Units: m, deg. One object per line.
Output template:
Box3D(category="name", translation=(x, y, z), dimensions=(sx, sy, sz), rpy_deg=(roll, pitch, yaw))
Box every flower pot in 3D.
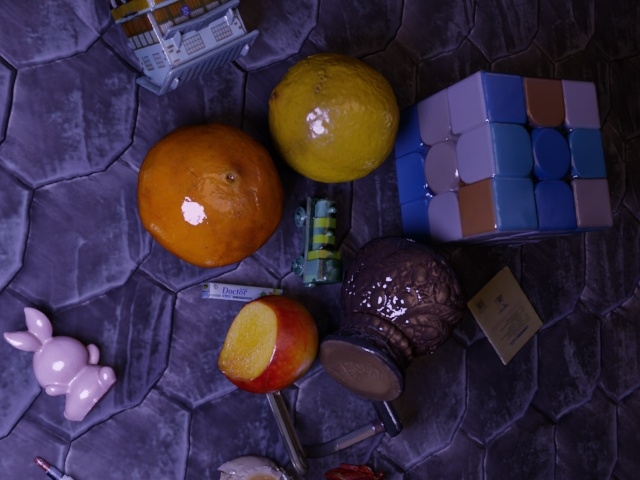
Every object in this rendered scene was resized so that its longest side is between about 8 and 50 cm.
Box3D(category="flower pot", translation=(0.136, 0.170, 1.551), dimensions=(0.266, 0.267, 0.267), rpy_deg=(47, 56, -15))

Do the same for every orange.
Box3D(category="orange", translation=(-0.209, -0.090, 1.442), dimensions=(0.284, 0.226, 0.283), rpy_deg=(9, 71, -28))

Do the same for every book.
Box3D(category="book", translation=(0.463, 0.185, 1.888), dimensions=(0.168, 0.013, 0.192), rpy_deg=(-38, 101, -27))

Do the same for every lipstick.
Box3D(category="lipstick", translation=(-0.465, 0.419, 1.337), dimensions=(0.107, 0.025, 0.025), rpy_deg=(44, 65, -11))

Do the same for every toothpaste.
Box3D(category="toothpaste", translation=(-0.158, 0.108, 1.541), dimensions=(0.164, 0.046, 0.034), rpy_deg=(8, 82, -28))

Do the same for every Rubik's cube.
Box3D(category="Rubik's cube", translation=(0.402, -0.164, 1.719), dimensions=(0.347, 0.347, 0.344), rpy_deg=(-2, 83, -30))

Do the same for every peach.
Box3D(category="peach", translation=(-0.104, 0.204, 1.478), dimensions=(0.192, 0.190, 0.190), rpy_deg=(-18, 91, -31))

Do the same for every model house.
Box3D(category="model house", translation=(-0.268, -0.427, 1.474), dimensions=(0.224, 0.198, 0.215), rpy_deg=(-34, 116, -30))

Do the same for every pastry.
Box3D(category="pastry", translation=(-0.130, 0.501, 1.474), dimensions=(0.166, 0.088, 0.165), rpy_deg=(6, 78, -31))

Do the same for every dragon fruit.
Box3D(category="dragon fruit", translation=(0.073, 0.507, 1.614), dimensions=(0.131, 0.063, 0.097), rpy_deg=(-19, 124, -30))

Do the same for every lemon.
Box3D(category="lemon", translation=(0.028, -0.252, 1.570), dimensions=(0.293, 0.293, 0.292), rpy_deg=(5, 80, -28))

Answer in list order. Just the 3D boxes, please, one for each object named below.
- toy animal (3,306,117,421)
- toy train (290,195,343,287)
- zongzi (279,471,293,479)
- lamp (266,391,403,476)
Box3D(category="toy animal", translation=(-0.460, 0.211, 1.333), dimensions=(0.212, 0.124, 0.124), rpy_deg=(47, 64, -5))
Box3D(category="toy train", translation=(-0.001, 0.000, 1.594), dimensions=(0.083, 0.132, 0.200), rpy_deg=(4, 82, -28))
Box3D(category="zongzi", translation=(0.035, 0.617, 1.451), dimensions=(0.356, 0.174, 0.392), rpy_deg=(6, 101, -32))
Box3D(category="lamp", translation=(0.021, 0.360, 1.582), dimensions=(0.283, 0.124, 0.203), rpy_deg=(-15, 70, -27))
